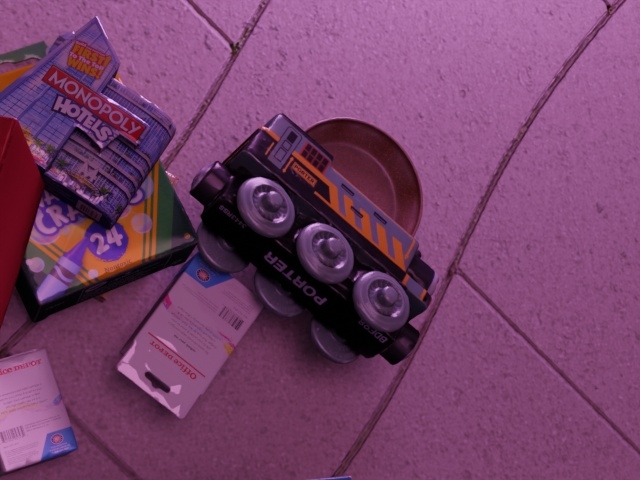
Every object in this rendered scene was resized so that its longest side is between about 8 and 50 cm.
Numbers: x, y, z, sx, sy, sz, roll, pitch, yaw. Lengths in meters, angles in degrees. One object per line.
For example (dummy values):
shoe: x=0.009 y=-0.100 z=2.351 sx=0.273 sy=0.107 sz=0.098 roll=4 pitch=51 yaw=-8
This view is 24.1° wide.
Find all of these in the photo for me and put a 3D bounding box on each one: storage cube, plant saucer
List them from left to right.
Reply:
storage cube: x=-0.411 y=-0.025 z=1.552 sx=0.184 sy=0.215 sz=0.193 roll=13 pitch=71 yaw=4
plant saucer: x=0.036 y=-0.059 z=1.922 sx=0.199 sy=0.036 sz=0.198 roll=7 pitch=71 yaw=-21

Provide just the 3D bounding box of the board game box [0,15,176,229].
board game box: x=-0.265 y=-0.146 z=1.692 sx=0.194 sy=0.060 sz=0.194 roll=32 pitch=66 yaw=-5

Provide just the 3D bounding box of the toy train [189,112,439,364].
toy train: x=0.000 y=0.000 z=1.791 sx=0.334 sy=0.142 sz=0.190 roll=40 pitch=47 yaw=-9

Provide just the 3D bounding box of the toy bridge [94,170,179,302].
toy bridge: x=-0.216 y=-0.004 z=1.801 sx=0.063 sy=0.026 sz=0.188 roll=34 pitch=64 yaw=-11

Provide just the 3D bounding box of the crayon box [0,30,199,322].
crayon box: x=-0.304 y=-0.093 z=1.740 sx=0.203 sy=0.083 sz=0.323 roll=-23 pitch=79 yaw=-23

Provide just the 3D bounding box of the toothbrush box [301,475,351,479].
toothbrush box: x=-0.132 y=0.340 z=1.626 sx=0.295 sy=0.216 sz=0.126 roll=-2 pitch=76 yaw=-23

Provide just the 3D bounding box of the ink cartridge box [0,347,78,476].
ink cartridge box: x=-0.335 y=0.191 z=1.675 sx=0.088 sy=0.052 sz=0.122 roll=-15 pitch=82 yaw=-27

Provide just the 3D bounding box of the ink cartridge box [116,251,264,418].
ink cartridge box: x=-0.160 y=0.117 z=1.768 sx=0.104 sy=0.061 sz=0.181 roll=40 pitch=62 yaw=-8
